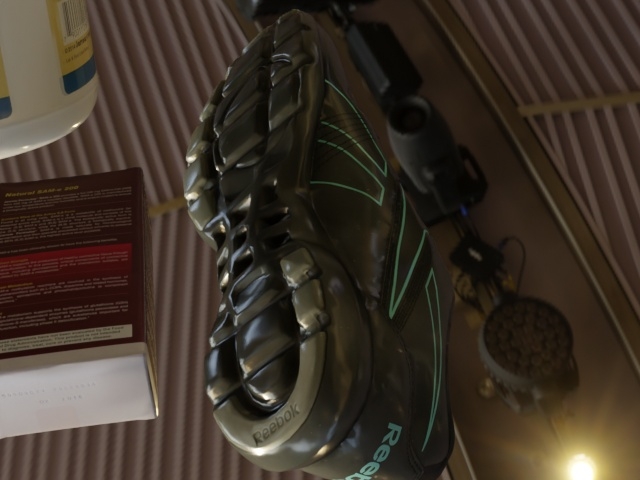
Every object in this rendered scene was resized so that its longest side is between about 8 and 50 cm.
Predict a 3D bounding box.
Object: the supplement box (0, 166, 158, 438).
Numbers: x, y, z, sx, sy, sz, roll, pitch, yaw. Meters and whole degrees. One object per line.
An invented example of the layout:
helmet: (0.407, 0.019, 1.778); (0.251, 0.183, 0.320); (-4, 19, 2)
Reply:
supplement box: (-0.200, 0.041, 0.885); (0.130, 0.073, 0.239); (-6, -141, -4)

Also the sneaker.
sneaker: (0.000, 0.000, 0.530); (0.101, 0.106, 0.267); (-38, -139, 33)

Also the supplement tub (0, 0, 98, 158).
supplement tub: (-0.190, -0.147, 0.526); (0.144, 0.200, 0.144); (-4, -156, 2)
